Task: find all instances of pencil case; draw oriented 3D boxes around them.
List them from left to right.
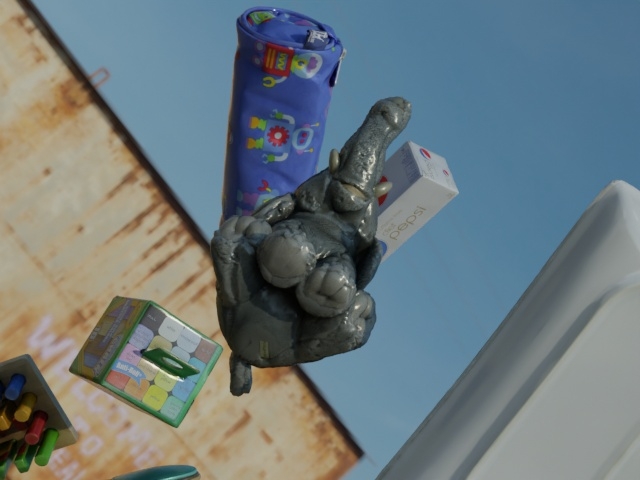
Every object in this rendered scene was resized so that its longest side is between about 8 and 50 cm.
[{"bbox_3d":[-0.050,-0.132,1.287,0.119,0.133,0.306,-99,-164,-58],"label":"pencil case"}]

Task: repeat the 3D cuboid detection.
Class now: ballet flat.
[{"bbox_3d":[-0.262,0.329,1.315,0.080,0.232,0.073,-174,-98,-67],"label":"ballet flat"}]

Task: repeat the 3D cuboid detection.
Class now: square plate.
[{"bbox_3d":[0.262,0.189,0.817,0.347,0.344,0.049,37,4,0],"label":"square plate"}]

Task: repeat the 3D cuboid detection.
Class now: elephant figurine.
[{"bbox_3d":[0.000,0.000,0.994,0.185,0.239,0.169,-10,-59,25],"label":"elephant figurine"}]

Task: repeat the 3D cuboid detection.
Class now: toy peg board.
[{"bbox_3d":[-0.463,0.270,1.523,0.079,0.161,0.161,-90,159,-64],"label":"toy peg board"}]

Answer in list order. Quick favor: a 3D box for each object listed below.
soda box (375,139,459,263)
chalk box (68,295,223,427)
[{"bbox_3d":[0.079,-0.031,1.409,0.073,0.216,0.069,20,39,-37],"label":"soda box"},{"bbox_3d":[-0.234,0.166,1.449,0.132,0.132,0.213,36,-15,-22],"label":"chalk box"}]
